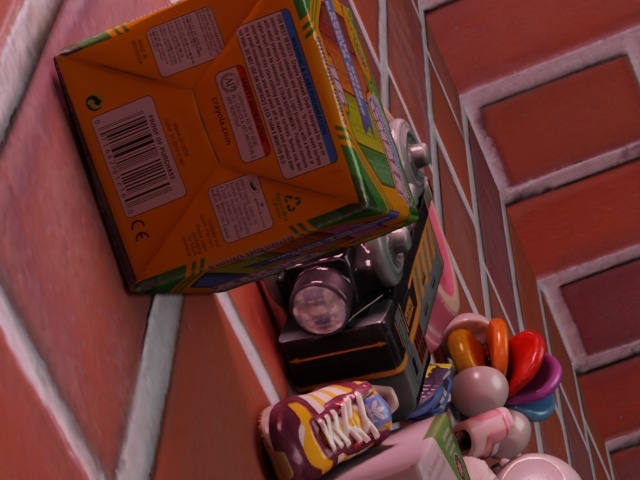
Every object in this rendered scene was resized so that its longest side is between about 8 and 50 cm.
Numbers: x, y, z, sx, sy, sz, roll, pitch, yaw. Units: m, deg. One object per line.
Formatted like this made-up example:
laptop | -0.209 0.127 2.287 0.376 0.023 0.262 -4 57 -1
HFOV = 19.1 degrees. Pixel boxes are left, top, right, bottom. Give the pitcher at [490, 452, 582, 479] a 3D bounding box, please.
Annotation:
pitcher | 0.255 0.324 2.343 0.178 0.125 0.207 51 -9 29

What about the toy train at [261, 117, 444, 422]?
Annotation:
toy train | 0.037 0.023 1.702 0.334 0.142 0.190 -71 146 -62

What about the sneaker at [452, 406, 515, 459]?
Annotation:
sneaker | 0.182 0.241 2.295 0.051 0.070 0.134 63 -20 13

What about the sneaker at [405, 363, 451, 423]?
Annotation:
sneaker | 0.110 0.171 2.022 0.144 0.053 0.059 -28 120 -67

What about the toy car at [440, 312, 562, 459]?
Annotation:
toy car | 0.237 0.174 2.417 0.159 0.136 0.182 -96 161 -53

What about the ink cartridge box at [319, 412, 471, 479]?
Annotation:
ink cartridge box | 0.086 0.301 1.514 0.201 0.117 0.278 -35 104 -79

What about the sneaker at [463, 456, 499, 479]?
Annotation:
sneaker | 0.159 0.306 1.943 0.086 0.085 0.237 61 14 -18

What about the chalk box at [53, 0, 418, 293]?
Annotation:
chalk box | -0.044 -0.071 1.387 0.289 0.179 0.180 2 69 -78

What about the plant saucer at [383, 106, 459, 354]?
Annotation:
plant saucer | 0.075 -0.021 2.133 0.332 0.084 0.332 -21 90 -79

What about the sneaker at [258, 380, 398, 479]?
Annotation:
sneaker | 0.010 0.144 1.502 0.185 0.084 0.069 -39 109 -75
